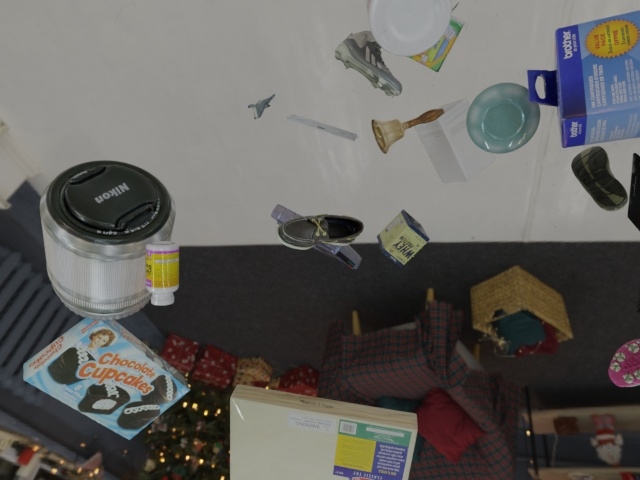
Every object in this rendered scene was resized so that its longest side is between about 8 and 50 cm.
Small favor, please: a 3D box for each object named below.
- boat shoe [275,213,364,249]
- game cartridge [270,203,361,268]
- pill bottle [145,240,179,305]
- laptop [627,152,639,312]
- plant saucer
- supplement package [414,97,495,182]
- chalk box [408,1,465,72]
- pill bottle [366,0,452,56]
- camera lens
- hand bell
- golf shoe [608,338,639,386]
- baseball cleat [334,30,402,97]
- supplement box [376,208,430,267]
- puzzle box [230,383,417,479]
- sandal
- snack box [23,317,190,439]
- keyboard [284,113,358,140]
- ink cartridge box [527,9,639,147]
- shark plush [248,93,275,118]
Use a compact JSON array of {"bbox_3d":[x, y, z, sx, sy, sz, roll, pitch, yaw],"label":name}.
[{"bbox_3d":[0.002,-0.028,1.104,0.227,0.081,0.068,-2,158,-35],"label":"boat shoe"},{"bbox_3d":[0.000,0.000,1.506,0.230,0.068,0.355,33,178,23],"label":"game cartridge"},{"bbox_3d":[-0.215,0.044,0.625,0.043,0.043,0.083,4,99,11],"label":"pill bottle"},{"bbox_3d":[0.722,-0.016,1.043,0.136,0.264,0.234,-21,136,12],"label":"laptop"},{"bbox_3d":[0.504,-0.332,1.262,0.194,0.037,0.195,6,114,13],"label":"plant saucer"},{"bbox_3d":[0.563,-0.413,1.932,0.293,0.177,0.175,59,163,-16],"label":"supplement package"},{"bbox_3d":[0.408,-0.717,1.577,0.132,0.132,0.213,29,125,4],"label":"chalk box"},{"bbox_3d":[0.176,-0.523,0.970,0.160,0.283,0.160,2,135,2],"label":"pill bottle"},{"bbox_3d":[-0.406,0.002,0.883,0.219,0.219,0.274,20,135,-9],"label":"camera lens"},{"bbox_3d":[0.310,-0.401,1.569,0.242,0.126,0.126,-23,135,-1],"label":"hand bell"},{"bbox_3d":[0.934,0.301,1.241,0.140,0.115,0.306,20,121,-26],"label":"golf shoe"},{"bbox_3d":[0.127,-0.419,1.058,0.206,0.109,0.072,41,-179,19],"label":"baseball cleat"},{"bbox_3d":[0.169,-0.005,0.951,0.056,0.083,0.083,37,108,-16],"label":"supplement box"},{"bbox_3d":[-0.003,0.480,1.034,0.408,0.052,0.272,8,111,7],"label":"puzzle box"},{"bbox_3d":[0.977,-0.210,1.612,0.120,0.303,0.086,-25,136,30],"label":"sandal"},{"bbox_3d":[-0.468,0.313,1.042,0.187,0.060,0.322,-39,131,-9],"label":"snack box"},{"bbox_3d":[0.003,-0.387,1.570,0.255,0.072,0.014,19,123,8],"label":"keyboard"},{"bbox_3d":[0.711,-0.383,1.086,0.395,0.270,0.151,-5,160,28],"label":"ink cartridge box"},{"bbox_3d":[-0.256,-0.610,2.101,0.067,0.161,0.073,16,137,39],"label":"shark plush"}]
